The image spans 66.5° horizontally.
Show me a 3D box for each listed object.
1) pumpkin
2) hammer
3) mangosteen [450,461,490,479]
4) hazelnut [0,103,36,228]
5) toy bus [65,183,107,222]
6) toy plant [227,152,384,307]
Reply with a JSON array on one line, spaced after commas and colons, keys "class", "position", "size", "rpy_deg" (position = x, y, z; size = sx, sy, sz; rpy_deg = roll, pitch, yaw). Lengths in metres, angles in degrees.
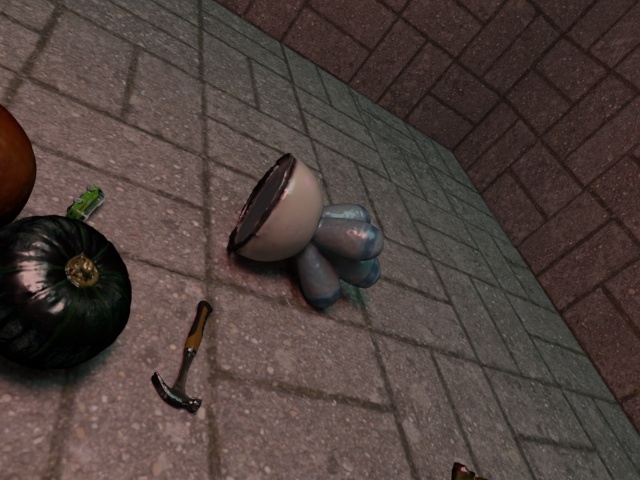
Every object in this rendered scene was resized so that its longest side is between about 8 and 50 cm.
[{"class": "pumpkin", "position": [-0.331, 0.061, 0.617], "size": [0.202, 0.140, 0.202], "rpy_deg": [48, 24, -30]}, {"class": "hammer", "position": [-0.205, 0.167, 0.761], "size": [0.078, 0.021, 0.201], "rpy_deg": [30, 31, -20]}, {"class": "mangosteen", "position": [0.200, 0.439, 0.682], "size": [0.216, 0.216, 0.216], "rpy_deg": [30, 31, -20]}, {"class": "hazelnut", "position": [-0.467, -0.075, 0.589], "size": [0.218, 0.233, 0.218], "rpy_deg": [156, -90, -86]}, {"class": "toy bus", "position": [-0.397, -0.063, 0.829], "size": [0.037, 0.031, 0.083], "rpy_deg": [39, 29, -19]}, {"class": "toy plant", "position": [0.000, 0.000, 1.031], "size": [0.332, 0.247, 0.247], "rpy_deg": [32, 31, -21]}]
